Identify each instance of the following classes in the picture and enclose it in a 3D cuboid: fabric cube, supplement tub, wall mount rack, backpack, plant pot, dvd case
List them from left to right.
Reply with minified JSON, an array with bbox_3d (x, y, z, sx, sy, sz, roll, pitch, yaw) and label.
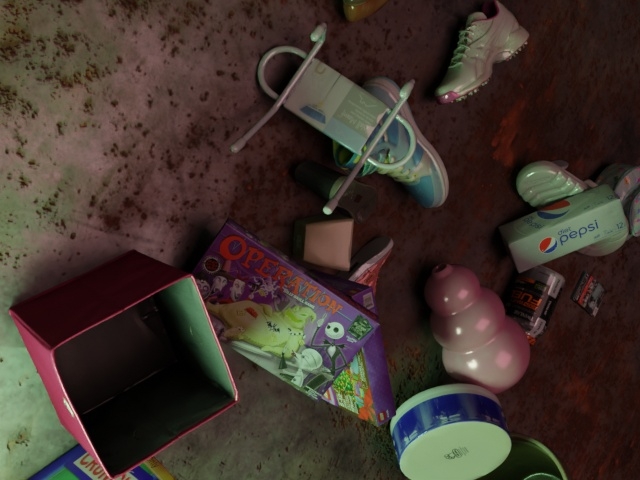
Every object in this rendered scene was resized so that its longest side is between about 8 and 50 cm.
[{"bbox_3d":[-0.336,0.195,1.399,0.259,0.258,0.254,-29,115,-27],"label":"fabric cube"},{"bbox_3d":[0.000,0.000,1.691,0.096,0.109,0.109,3,98,-21],"label":"plant pot"},{"bbox_3d":[0.006,-0.223,1.539,0.350,0.130,0.304,33,84,2],"label":"wall mount rack"},{"bbox_3d":[0.517,0.662,2.075,0.280,0.323,0.323,29,82,-52],"label":"plant pot"},{"bbox_3d":[0.530,0.161,2.074,0.117,0.117,0.190,29,82,-35],"label":"supplement tub"},{"bbox_3d":[0.747,0.150,2.285,0.119,0.013,0.087,34,79,-33],"label":"dvd case"},{"bbox_3d":[0.822,-0.111,2.210,0.166,0.144,0.188,-38,116,-17],"label":"backpack"}]

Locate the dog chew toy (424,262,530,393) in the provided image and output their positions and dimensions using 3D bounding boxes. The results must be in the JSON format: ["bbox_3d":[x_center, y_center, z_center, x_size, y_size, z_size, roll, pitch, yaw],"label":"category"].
[{"bbox_3d":[0.351,0.196,1.916,0.206,0.206,0.332,-38,110,-23],"label":"dog chew toy"}]

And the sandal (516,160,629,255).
[{"bbox_3d":[0.659,-0.099,2.115,0.416,0.169,0.102,36,41,-34],"label":"sandal"}]

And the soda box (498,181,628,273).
[{"bbox_3d":[0.590,-0.031,2.007,0.286,0.091,0.098,-23,121,8],"label":"soda box"}]

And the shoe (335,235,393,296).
[{"bbox_3d":[0.103,0.073,1.800,0.178,0.063,0.081,-43,121,-14],"label":"shoe"}]

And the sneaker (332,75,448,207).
[{"bbox_3d":[0.134,-0.159,1.718,0.208,0.127,0.319,-47,113,-34],"label":"sneaker"}]

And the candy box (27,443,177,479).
[{"bbox_3d":[-0.407,0.484,1.398,0.317,0.268,0.122,-32,119,-26],"label":"candy box"}]

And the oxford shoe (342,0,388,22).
[{"bbox_3d":[0.121,-0.518,1.706,0.212,0.076,0.076,-36,147,-27],"label":"oxford shoe"}]

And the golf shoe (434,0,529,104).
[{"bbox_3d":[0.339,-0.423,1.849,0.306,0.115,0.140,-45,110,-27],"label":"golf shoe"}]

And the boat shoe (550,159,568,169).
[{"bbox_3d":[0.596,-0.178,2.110,0.100,0.035,0.035,-24,139,-33],"label":"boat shoe"}]

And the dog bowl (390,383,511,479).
[{"bbox_3d":[0.299,0.450,1.890,0.264,0.104,0.265,-4,132,-5],"label":"dog bowl"}]

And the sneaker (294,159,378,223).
[{"bbox_3d":[0.038,-0.109,1.714,0.083,0.118,0.222,-58,154,-1],"label":"sneaker"}]

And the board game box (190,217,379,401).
[{"bbox_3d":[-0.087,0.135,1.556,0.346,0.056,0.208,33,102,-9],"label":"board game box"}]

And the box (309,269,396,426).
[{"bbox_3d":[0.050,0.218,1.703,0.057,0.201,0.293,-23,110,-31],"label":"box"}]
